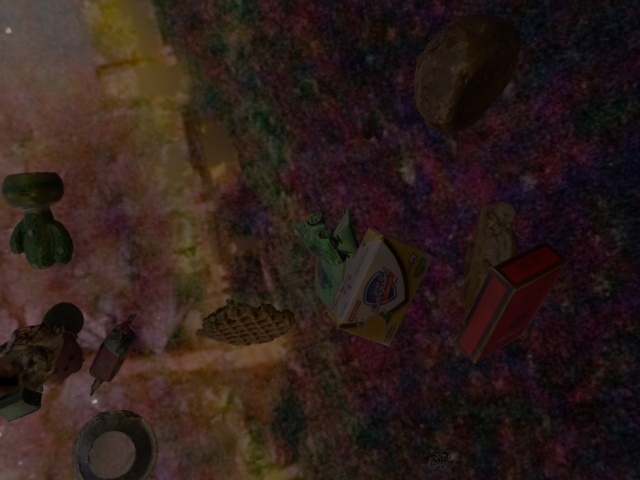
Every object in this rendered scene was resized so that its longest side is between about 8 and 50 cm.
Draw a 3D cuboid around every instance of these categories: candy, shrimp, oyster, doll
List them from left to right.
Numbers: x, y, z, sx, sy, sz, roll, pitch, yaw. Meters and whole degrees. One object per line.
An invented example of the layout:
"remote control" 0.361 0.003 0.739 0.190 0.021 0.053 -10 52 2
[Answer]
"oyster" -0.809 0.341 1.591 0.107 0.201 0.354 32 109 20
"doll" -0.842 0.323 1.814 0.216 0.284 0.268 31 146 26
"candy" -0.491 0.271 1.411 0.292 0.059 0.086 -54 3 36
"candy" 0.079 0.052 2.109 0.398 0.172 0.262 -69 -11 -57
"shrimp" 0.357 0.676 1.837 0.065 0.165 0.056 50 -157 -51

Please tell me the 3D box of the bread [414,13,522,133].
"bread" 0.256 -0.305 1.084 0.123 0.230 0.230 41 155 22

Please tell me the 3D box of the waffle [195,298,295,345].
"waffle" -0.205 0.235 1.649 0.245 0.254 0.052 -38 49 41

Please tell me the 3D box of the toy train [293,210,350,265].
"toy train" 0.000 0.000 1.326 0.099 0.081 0.149 59 -176 -35

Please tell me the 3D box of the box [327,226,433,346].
"box" 0.150 0.118 1.527 0.265 0.168 0.097 -64 23 5

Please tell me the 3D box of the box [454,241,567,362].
"box" 0.370 0.125 1.180 0.074 0.153 0.239 45 144 30

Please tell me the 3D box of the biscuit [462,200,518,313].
"biscuit" 0.397 0.055 1.398 0.213 0.091 0.274 87 -166 -70

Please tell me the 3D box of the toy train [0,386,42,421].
"toy train" -0.616 0.332 1.214 0.056 0.093 0.038 53 -162 -48

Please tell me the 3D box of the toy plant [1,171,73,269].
"toy plant" -0.928 -0.060 1.956 0.184 0.224 0.315 -21 -76 -76

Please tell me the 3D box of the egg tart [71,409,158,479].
"egg tart" -0.562 0.582 1.633 0.094 0.234 0.234 135 120 -73
